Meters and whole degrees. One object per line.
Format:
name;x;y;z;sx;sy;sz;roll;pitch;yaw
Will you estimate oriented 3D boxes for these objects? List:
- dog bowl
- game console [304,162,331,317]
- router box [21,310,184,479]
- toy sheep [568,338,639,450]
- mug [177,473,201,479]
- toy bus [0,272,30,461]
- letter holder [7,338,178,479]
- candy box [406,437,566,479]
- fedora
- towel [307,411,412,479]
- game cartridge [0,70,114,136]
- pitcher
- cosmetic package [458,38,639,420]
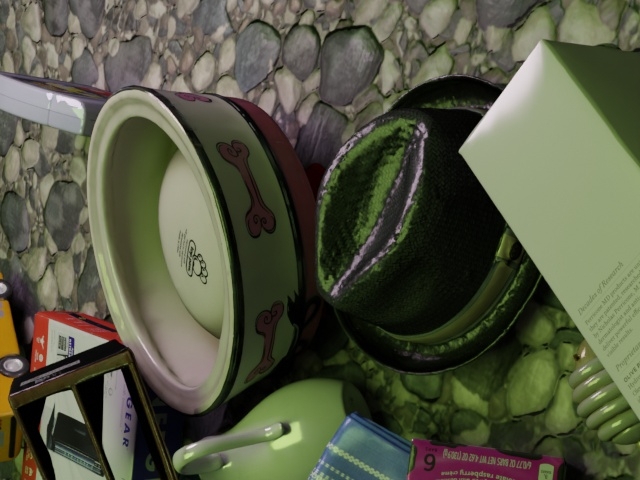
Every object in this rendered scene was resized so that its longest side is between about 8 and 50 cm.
dog bowl;-0.140;0.001;1.813;0.408;0.150;0.408;30;126;52
game console;0.000;0.000;1.816;0.144;0.085;0.124;49;155;39
router box;-0.321;0.292;2.133;0.301;0.082;0.336;12;98;49
toy sheep;0.289;0.151;1.419;0.091;0.091;0.132;-44;62;40
mug;-0.120;0.333;1.883;0.129;0.097;0.158;-52;52;35
toy bus;-0.529;0.192;2.289;0.333;0.130;0.108;-115;28;-46
letter holder;-0.277;0.253;1.826;0.302;0.152;0.214;171;77;-79
candy box;0.157;0.326;1.484;0.159;0.071;0.234;5;80;13
fedora;0.089;-0.025;1.565;0.334;0.152;0.334;-10;75;40
towel;0.049;0.377;1.547;0.243;0.040;0.336;29;83;15
game cartridge;-0.352;-0.190;2.096;0.294;0.196;0.060;21;105;48
pitcher;-0.055;0.236;1.717;0.207;0.177;0.126;-23;71;18
cosmetic package;0.310;-0.001;1.311;0.155;0.197;0.366;-56;48;34
